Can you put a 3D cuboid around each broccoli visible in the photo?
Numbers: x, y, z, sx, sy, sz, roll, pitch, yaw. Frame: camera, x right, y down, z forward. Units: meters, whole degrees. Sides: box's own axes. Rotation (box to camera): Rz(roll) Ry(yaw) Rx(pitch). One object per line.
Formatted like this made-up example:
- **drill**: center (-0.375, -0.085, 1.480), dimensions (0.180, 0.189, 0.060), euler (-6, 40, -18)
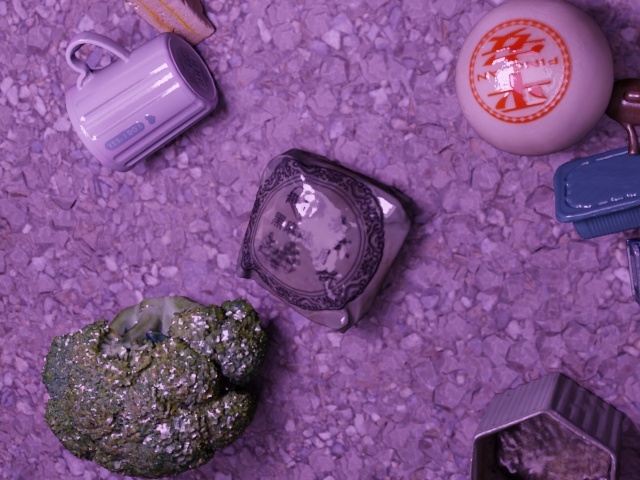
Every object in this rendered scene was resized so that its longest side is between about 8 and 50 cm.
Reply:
- **broccoli**: center (-0.279, 0.247, 1.697), dimensions (0.310, 0.321, 0.413), euler (54, 129, 11)

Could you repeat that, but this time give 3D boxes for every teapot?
- **teapot**: center (0.445, -0.179, 1.456), dimensions (0.080, 0.085, 0.110), euler (12, 92, 25)

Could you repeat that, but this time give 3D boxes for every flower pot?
- **flower pot**: center (0.349, 0.336, 1.548), dimensions (0.239, 0.189, 0.209), euler (34, 110, 11)

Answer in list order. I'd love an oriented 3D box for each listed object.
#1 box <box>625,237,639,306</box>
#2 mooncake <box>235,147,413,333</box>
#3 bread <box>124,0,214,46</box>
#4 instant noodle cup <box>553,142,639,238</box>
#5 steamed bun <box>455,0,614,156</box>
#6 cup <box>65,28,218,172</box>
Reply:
- **box**: center (0.490, 0.045, 1.503), dimensions (0.054, 0.074, 0.099), euler (-9, 99, 10)
- **mooncake**: center (-0.002, 0.000, 1.628), dimensions (0.254, 0.136, 0.250), euler (26, 105, 12)
- **bread**: center (-0.250, -0.369, 1.629), dimensions (0.077, 0.152, 0.105), euler (-25, 88, 23)
- **instant noodle cup**: center (0.431, -0.068, 1.466), dimensions (0.179, 0.157, 0.070), euler (-14, 119, 21)
- **steamed bun**: center (0.294, -0.235, 1.447), dimensions (0.231, 0.145, 0.232), euler (4, 97, 33)
- **cup**: center (-0.300, -0.237, 1.642), dimensions (0.202, 0.221, 0.167), euler (-29, 63, 19)
